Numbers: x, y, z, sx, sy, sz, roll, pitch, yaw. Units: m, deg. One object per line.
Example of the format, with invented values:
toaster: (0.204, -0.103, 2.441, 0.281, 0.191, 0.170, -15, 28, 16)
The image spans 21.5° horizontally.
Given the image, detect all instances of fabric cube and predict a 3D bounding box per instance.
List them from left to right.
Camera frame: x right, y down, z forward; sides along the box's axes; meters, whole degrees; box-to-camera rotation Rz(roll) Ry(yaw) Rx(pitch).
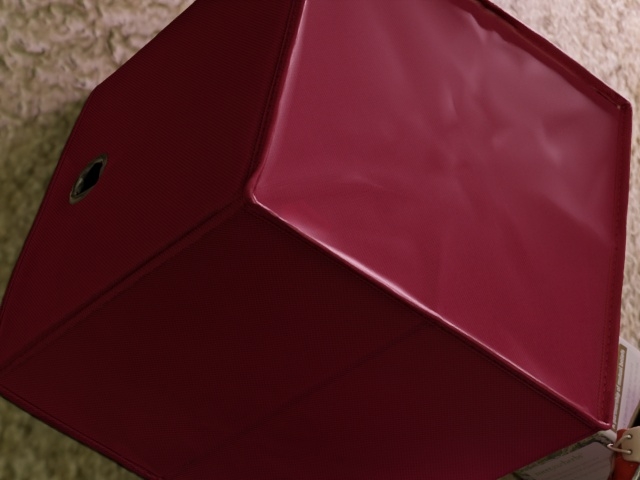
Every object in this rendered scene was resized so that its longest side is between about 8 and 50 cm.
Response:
fabric cube: (0.000, 0.000, 1.001, 0.259, 0.258, 0.254, 33, 48, -23)

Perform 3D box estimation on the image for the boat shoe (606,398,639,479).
boat shoe: (0.216, 0.140, 1.133, 0.043, 0.049, 0.137, 49, 55, -10)

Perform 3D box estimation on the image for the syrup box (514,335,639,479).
syrup box: (0.153, 0.100, 1.200, 0.237, 0.093, 0.096, 36, 47, -21)
